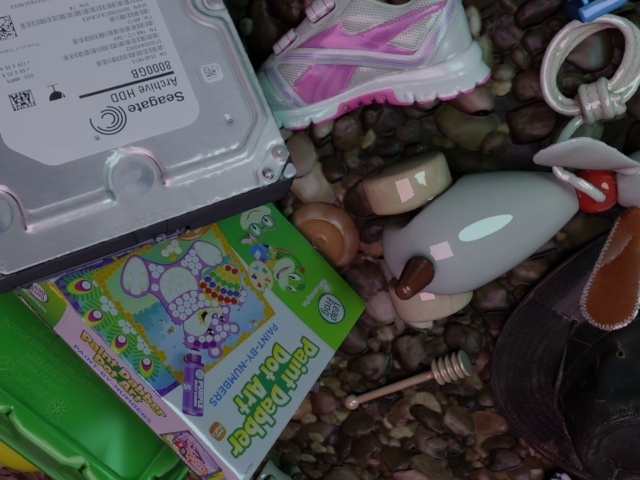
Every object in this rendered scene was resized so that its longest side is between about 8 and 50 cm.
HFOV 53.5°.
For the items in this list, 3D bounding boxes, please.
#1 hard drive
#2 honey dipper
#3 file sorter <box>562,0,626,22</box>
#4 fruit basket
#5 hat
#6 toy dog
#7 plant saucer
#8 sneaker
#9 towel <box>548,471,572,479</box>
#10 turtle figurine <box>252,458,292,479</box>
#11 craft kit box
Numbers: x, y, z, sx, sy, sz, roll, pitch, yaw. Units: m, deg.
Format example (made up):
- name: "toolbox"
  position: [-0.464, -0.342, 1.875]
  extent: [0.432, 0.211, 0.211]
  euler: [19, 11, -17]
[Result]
- name: "hard drive"
  position: [-0.189, -0.155, 0.489]
  extent: [0.236, 0.064, 0.339]
  euler: [-20, 82, -16]
- name: "honey dipper"
  position: [0.094, 0.163, 0.727]
  extent: [0.160, 0.030, 0.031]
  euler: [-25, 106, 26]
- name: "file sorter"
  position: [0.243, -0.247, 0.451]
  extent: [0.170, 0.118, 0.105]
  euler: [-26, 102, 23]
- name: "fruit basket"
  position: [-0.285, 0.140, 0.725]
  extent: [0.392, 0.283, 0.392]
  euler: [33, 160, 14]
- name: "hat"
  position: [0.326, 0.150, 0.604]
  extent: [0.331, 0.134, 0.332]
  euler: [6, 115, 12]
- name: "toy dog"
  position: [0.180, -0.016, 0.546]
  extent: [0.333, 0.161, 0.220]
  euler: [-35, 102, 25]
- name: "plant saucer"
  position: [0.000, 0.000, 0.681]
  extent: [0.083, 0.015, 0.084]
  euler: [6, 115, 12]
- name: "sneaker"
  position: [0.015, -0.167, 0.561]
  extent: [0.252, 0.103, 0.111]
  euler: [-10, 107, 11]
- name: "towel"
  position: [0.284, 0.417, 0.794]
  extent: [0.209, 0.034, 0.285]
  euler: [32, 120, -4]
- name: "turtle figurine"
  position: [0.001, 0.413, 0.772]
  extent: [0.266, 0.198, 0.275]
  euler: [37, 114, 0]
- name: "craft kit box"
  position: [-0.100, 0.052, 0.587]
  extent: [0.247, 0.250, 0.061]
  euler: [49, 131, -7]
